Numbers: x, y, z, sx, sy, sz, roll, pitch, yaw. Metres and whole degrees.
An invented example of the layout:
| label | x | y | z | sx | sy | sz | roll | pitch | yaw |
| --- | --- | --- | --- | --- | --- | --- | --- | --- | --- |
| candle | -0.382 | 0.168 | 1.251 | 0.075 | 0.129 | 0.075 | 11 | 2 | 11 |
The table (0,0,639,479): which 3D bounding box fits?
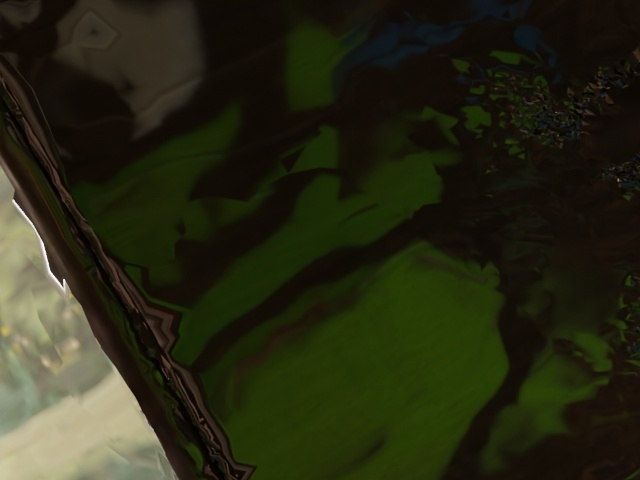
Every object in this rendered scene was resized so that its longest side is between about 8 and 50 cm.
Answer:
| label | x | y | z | sx | sy | sz | roll | pitch | yaw |
| --- | --- | --- | --- | --- | --- | --- | --- | --- | --- |
| table | 0.000 | 0.000 | 0.481 | 0.172 | 0.193 | 0.169 | 60 | 151 | 5 |
